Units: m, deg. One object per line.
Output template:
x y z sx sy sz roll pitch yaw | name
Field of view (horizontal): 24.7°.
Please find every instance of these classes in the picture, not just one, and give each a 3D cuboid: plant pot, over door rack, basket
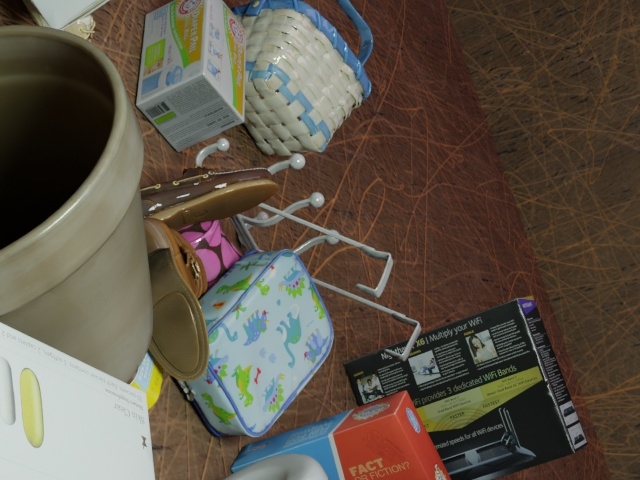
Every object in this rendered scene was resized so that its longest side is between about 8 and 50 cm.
-0.287 0.012 1.330 0.280 0.323 0.323 72 13 -45 | plant pot
0.000 0.000 1.943 0.324 0.108 0.239 34 -14 26 | over door rack
-0.035 -0.296 2.258 0.255 0.201 0.289 52 57 -36 | basket

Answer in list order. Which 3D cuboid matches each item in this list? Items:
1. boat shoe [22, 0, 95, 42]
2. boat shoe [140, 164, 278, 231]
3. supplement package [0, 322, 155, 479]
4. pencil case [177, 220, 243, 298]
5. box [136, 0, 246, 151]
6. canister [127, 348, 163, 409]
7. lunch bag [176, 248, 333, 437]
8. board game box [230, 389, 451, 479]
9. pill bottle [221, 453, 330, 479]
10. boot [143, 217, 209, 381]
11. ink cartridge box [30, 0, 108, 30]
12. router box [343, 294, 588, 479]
-0.310 -0.265 1.811 0.170 0.059 0.063 59 23 -21 | boat shoe
-0.158 -0.059 1.810 0.073 0.207 0.073 107 -38 -59 | boat shoe
-0.292 0.186 1.219 0.262 0.204 0.145 36 38 -54 | supplement package
-0.123 0.043 1.918 0.098 0.095 0.209 -56 131 -23 | pencil case
-0.176 -0.242 2.034 0.103 0.114 0.203 50 26 -39 | box
-0.243 0.101 1.599 0.170 0.073 0.126 53 25 -37 | canister
-0.084 0.131 1.831 0.219 0.090 0.176 -49 122 -38 | lunch bag
0.065 0.370 1.842 0.316 0.242 0.064 62 24 -12 | board game box
-0.013 0.428 1.671 0.334 0.188 0.188 64 22 -13 | pill bottle
-0.159 0.063 1.672 0.152 0.073 0.197 12 57 -78 | boot
-0.299 -0.443 1.765 0.279 0.160 0.384 53 16 -15 | ink cartridge box
0.217 0.248 2.227 0.081 0.309 0.243 -6 75 -64 | router box
